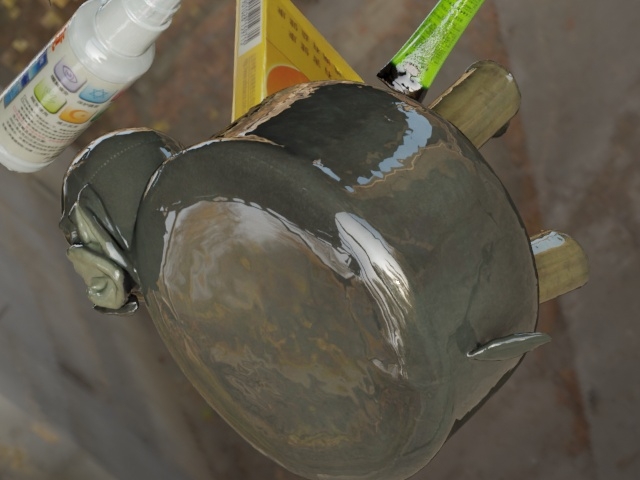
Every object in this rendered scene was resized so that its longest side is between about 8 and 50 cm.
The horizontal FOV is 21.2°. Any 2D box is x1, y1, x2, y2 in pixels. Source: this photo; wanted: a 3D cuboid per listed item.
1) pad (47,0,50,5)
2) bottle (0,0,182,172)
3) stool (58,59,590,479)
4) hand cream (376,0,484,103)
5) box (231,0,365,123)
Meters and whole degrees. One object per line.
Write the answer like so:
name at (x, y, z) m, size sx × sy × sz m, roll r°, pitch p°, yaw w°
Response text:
pad at (-0.266, -0.317, 1.485) m, size 0.004 × 0.181 × 0.267 m, roll -13°, pitch 26°, yaw -9°
bottle at (-0.141, -0.113, 1.066) m, size 0.217 × 0.060 × 0.060 m, roll -34°, pitch 32°, yaw 45°
stool at (0.000, -0.007, 0.708) m, size 0.139 × 0.228 × 0.153 m, roll -39°, pitch -24°, yaw -40°
hand cream at (0.085, -0.147, 1.133) m, size 0.122 × 0.036 × 0.023 m, roll -54°, pitch -3°, yaw 14°
box at (-0.012, -0.086, 1.385) m, size 0.043 × 0.152 × 0.269 m, roll -31°, pitch 34°, yaw 24°
